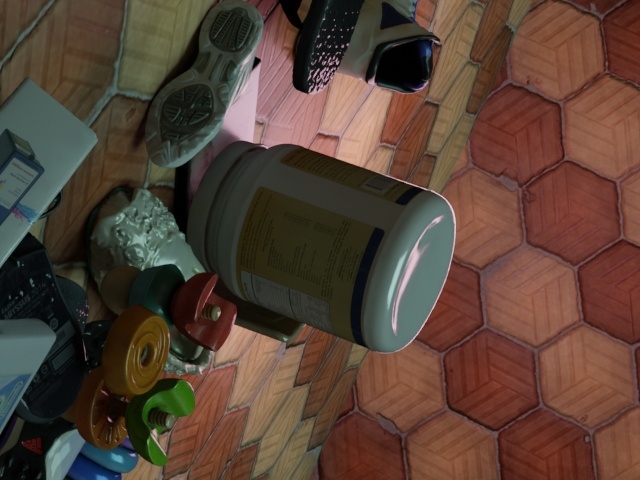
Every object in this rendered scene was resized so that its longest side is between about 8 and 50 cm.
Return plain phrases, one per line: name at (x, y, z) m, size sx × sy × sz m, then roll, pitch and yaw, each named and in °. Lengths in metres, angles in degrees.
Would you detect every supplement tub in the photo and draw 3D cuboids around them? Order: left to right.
supplement tub at (0.000, 0.000, 2.006) m, size 0.228 × 0.316 × 0.228 m, roll -48°, pitch 149°, yaw -41°

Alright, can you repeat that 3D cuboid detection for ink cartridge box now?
ink cartridge box at (-0.315, -0.029, 1.350) m, size 0.212 × 0.093 × 0.154 m, roll -54°, pitch -166°, yaw -26°

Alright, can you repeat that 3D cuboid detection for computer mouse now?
computer mouse at (-0.323, 0.066, 1.542) m, size 0.188 × 0.072 × 0.272 m, roll -42°, pitch 131°, yaw -45°

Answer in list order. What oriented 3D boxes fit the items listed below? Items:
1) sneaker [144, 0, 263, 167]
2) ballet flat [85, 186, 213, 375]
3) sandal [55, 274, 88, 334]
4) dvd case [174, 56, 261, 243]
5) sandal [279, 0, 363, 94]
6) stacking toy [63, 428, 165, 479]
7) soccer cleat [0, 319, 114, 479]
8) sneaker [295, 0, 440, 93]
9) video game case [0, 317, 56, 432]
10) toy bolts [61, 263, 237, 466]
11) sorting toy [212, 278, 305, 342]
sneaker at (-0.136, -0.178, 1.830) m, size 0.232 × 0.090 × 0.115 m, roll -58°, pitch 168°, yaw -15°
ballet flat at (-0.201, 0.066, 1.935) m, size 0.147 × 0.147 × 0.409 m, roll -57°, pitch 163°, yaw -23°
sandal at (-0.335, 0.070, 1.666) m, size 0.097 × 0.054 × 0.254 m, roll -67°, pitch 157°, yaw -13°
dvd case at (-0.144, -0.113, 2.035) m, size 0.180 × 0.022 × 0.253 m, roll -52°, pitch 162°, yaw -38°
sandal at (0.014, -0.414, 1.949) m, size 0.167 × 0.107 × 0.446 m, roll 9°, pitch 94°, yaw -73°
stacking toy at (-0.338, 0.330, 1.951) m, size 0.330 × 0.141 × 0.141 m, roll -57°, pitch 165°, yaw -1°
soccer cleat at (-0.343, 0.242, 1.851) m, size 0.318 × 0.108 × 0.116 m, roll -61°, pitch -174°, yaw -15°
sneaker at (0.108, -0.307, 2.247) m, size 0.315 × 0.182 × 0.127 m, roll -44°, pitch 158°, yaw -51°
video game case at (-0.400, 0.212, 1.285) m, size 0.329 × 0.036 × 0.300 m, roll -58°, pitch 158°, yaw 13°
toy bolts at (-0.224, 0.108, 1.692) m, size 0.228 × 0.158 × 0.218 m, roll -62°, pitch 152°, yaw -31°
sorting toy at (-0.045, 0.075, 2.136) m, size 0.229 × 0.307 × 0.041 m, roll -46°, pitch 146°, yaw -46°
